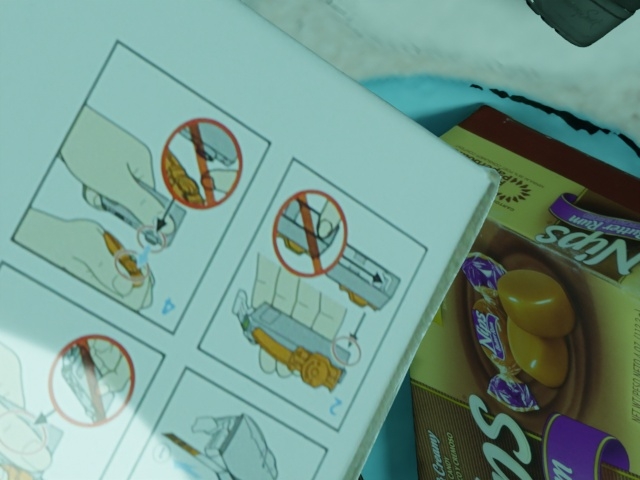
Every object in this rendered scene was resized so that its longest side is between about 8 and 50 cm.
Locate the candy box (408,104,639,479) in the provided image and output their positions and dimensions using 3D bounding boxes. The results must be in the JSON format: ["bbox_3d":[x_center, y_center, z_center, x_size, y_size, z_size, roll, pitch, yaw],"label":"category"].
[{"bbox_3d":[0.085,0.056,0.669,0.053,0.109,0.186,-36,139,-32],"label":"candy box"}]

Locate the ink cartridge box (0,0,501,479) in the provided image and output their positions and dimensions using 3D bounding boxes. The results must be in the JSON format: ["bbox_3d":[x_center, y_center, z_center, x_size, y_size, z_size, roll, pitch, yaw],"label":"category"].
[{"bbox_3d":[-0.167,-0.041,0.445,0.309,0.272,0.130,32,78,-29],"label":"ink cartridge box"}]

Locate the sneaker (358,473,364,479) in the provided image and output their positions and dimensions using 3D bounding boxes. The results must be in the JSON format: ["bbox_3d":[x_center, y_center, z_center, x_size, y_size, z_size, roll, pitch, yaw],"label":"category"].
[{"bbox_3d":[-0.001,0.138,0.754,0.071,0.066,0.188,-24,128,13],"label":"sneaker"}]

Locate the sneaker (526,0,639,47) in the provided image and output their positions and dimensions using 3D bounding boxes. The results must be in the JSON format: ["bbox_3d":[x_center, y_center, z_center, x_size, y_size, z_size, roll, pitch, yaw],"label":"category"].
[{"bbox_3d":[0.083,-0.112,0.565,0.089,0.051,0.170,-30,138,25],"label":"sneaker"}]
